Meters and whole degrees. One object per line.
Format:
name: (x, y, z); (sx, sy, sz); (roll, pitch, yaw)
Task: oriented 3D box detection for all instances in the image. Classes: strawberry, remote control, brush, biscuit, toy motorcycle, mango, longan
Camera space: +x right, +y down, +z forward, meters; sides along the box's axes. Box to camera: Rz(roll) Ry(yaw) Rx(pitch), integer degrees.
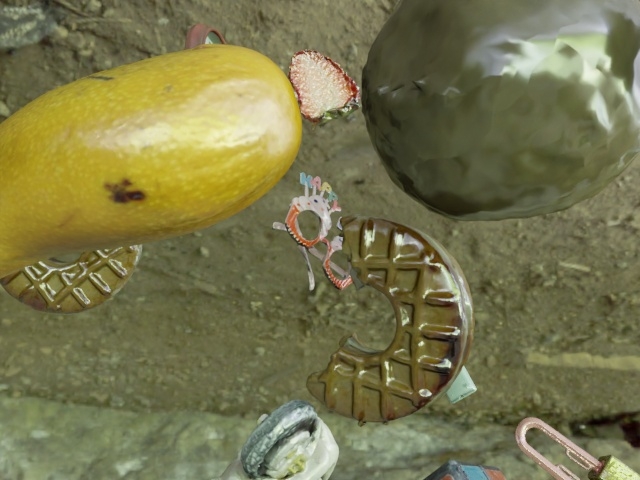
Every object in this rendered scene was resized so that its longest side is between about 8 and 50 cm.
strawberry: (0.014, -0.391, 1.544); (0.167, 0.207, 0.087); (-18, 167, 10)
remote control: (0.250, 0.244, 1.222); (0.061, 0.162, 0.029); (-36, 148, 16)
brush: (0.411, 0.365, 0.945); (0.233, 0.103, 0.047); (37, 158, 14)
biscuit: (0.125, 0.147, 1.042); (0.269, 0.365, 0.115); (10, -174, 26)
toy motorcycle: (-0.080, 0.315, 0.712); (0.340, 0.108, 0.223); (-56, 153, 11)
biscuit: (-0.550, 0.001, 1.299); (0.333, 0.331, 0.103); (2, 178, -7)
mango: (-0.157, -0.061, 0.440); (0.295, 0.177, 0.120); (-16, 119, 1)
longan: (0.264, -0.222, 0.912); (0.436, 0.403, 0.404); (1, 159, 30)

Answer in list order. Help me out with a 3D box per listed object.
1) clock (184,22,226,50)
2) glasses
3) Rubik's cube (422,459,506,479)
clock: (-0.274, -0.369, 1.489); (0.081, 0.318, 0.318); (-6, 155, 9)
glasses: (0.007, -0.005, 1.174); (0.095, 0.162, 0.255); (-10, 124, 49)
Rubik's cube: (0.299, 0.692, 1.284); (0.316, 0.318, 0.313); (-42, 143, 12)
